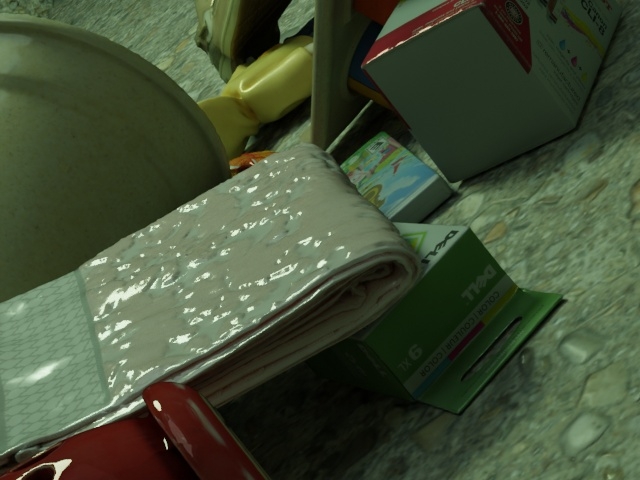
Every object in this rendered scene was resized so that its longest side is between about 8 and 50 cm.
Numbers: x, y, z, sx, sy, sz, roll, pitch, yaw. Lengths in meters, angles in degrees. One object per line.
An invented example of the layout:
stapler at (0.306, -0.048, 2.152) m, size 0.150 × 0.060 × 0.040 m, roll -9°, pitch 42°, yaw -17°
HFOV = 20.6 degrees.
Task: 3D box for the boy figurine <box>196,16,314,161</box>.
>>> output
boy figurine at (-0.054, -0.181, 1.884) m, size 0.285 × 0.092 × 0.177 m, roll -42°, pitch 18°, yaw -18°

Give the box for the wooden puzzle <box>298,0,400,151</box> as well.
wooden puzzle at (0.106, -0.259, 1.595) m, size 0.322 × 0.080 × 0.348 m, roll -49°, pitch -16°, yaw -30°

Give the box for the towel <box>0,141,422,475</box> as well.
towel at (-0.104, 0.044, 1.247) m, size 0.317 × 0.053 × 0.332 m, roll -29°, pitch 19°, yaw -2°

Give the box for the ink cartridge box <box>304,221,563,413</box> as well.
ink cartridge box at (0.059, 0.046, 1.189) m, size 0.109 × 0.062 × 0.209 m, roll -45°, pitch 20°, yaw -16°

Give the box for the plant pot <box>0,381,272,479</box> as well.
plant pot at (-0.097, 0.184, 0.982) m, size 0.174 × 0.191 × 0.191 m, roll -39°, pitch 18°, yaw -5°

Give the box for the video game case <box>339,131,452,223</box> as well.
video game case at (0.000, 0.000, 1.470) m, size 0.212 × 0.023 × 0.193 m, roll -40°, pitch 19°, yaw 0°

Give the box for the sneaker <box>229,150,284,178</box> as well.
sneaker at (-0.044, -0.061, 1.640) m, size 0.067 × 0.064 × 0.175 m, roll -30°, pitch 20°, yaw -17°

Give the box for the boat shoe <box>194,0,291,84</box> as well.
boat shoe at (-0.098, -0.262, 1.961) m, size 0.109 × 0.098 × 0.302 m, roll -46°, pitch -7°, yaw -14°

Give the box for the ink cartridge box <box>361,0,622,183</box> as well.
ink cartridge box at (0.139, -0.160, 1.398) m, size 0.127 × 0.128 × 0.176 m, roll -26°, pitch 24°, yaw 37°

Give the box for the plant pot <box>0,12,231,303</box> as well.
plant pot at (-0.278, 0.023, 1.566) m, size 0.334 × 0.334 × 0.305 m, roll -25°, pitch 35°, yaw 39°
